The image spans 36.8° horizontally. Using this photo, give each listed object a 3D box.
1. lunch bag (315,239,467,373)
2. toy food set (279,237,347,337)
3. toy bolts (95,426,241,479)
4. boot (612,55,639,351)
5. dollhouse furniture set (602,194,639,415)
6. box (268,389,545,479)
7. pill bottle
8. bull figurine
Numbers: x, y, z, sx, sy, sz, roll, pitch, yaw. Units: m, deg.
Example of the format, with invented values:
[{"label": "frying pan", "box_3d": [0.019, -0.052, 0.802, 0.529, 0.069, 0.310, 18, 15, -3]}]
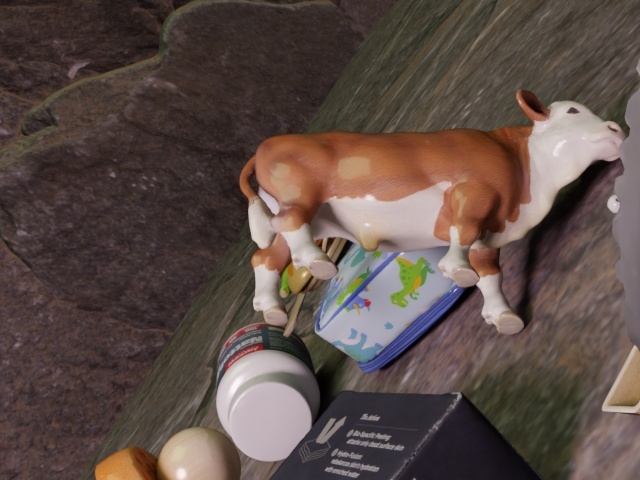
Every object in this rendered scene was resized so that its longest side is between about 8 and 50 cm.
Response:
[{"label": "lunch bag", "box_3d": [0.079, 0.015, 0.938, 0.176, 0.090, 0.219, -46, 12, 29]}, {"label": "toy food set", "box_3d": [0.000, 0.000, 1.013, 0.192, 0.039, 0.132, -58, 7, 36]}, {"label": "toy bolts", "box_3d": [-0.074, 0.257, 0.715, 0.158, 0.218, 0.228, -40, -23, -4]}, {"label": "boot", "box_3d": [0.260, -0.036, 0.161, 0.445, 0.146, 0.366, -142, 55, -63]}, {"label": "dollhouse furniture set", "box_3d": [0.174, 0.028, 0.493, 0.114, 0.081, 0.091, -56, 11, -17]}, {"label": "box", "box_3d": [0.026, 0.174, 0.558, 0.158, 0.093, 0.156, -48, 11, -21]}, {"label": "pill bottle", "box_3d": [-0.056, 0.158, 1.007, 0.108, 0.108, 0.180, -52, 11, 4]}, {"label": "bull figurine", "box_3d": [0.082, -0.028, 0.758, 0.311, 0.101, 0.188, -2, 47, 15]}]
